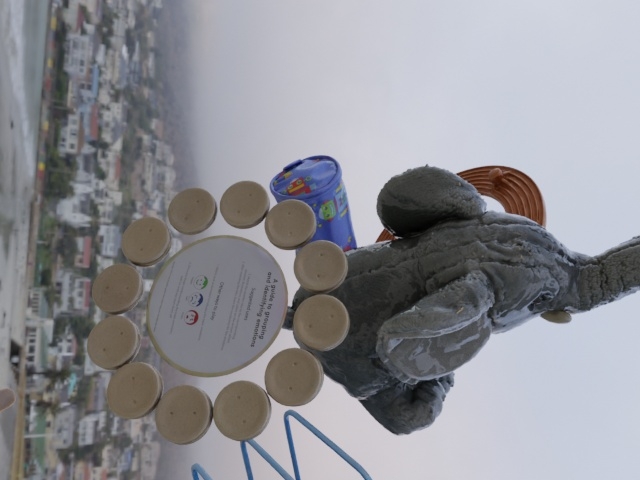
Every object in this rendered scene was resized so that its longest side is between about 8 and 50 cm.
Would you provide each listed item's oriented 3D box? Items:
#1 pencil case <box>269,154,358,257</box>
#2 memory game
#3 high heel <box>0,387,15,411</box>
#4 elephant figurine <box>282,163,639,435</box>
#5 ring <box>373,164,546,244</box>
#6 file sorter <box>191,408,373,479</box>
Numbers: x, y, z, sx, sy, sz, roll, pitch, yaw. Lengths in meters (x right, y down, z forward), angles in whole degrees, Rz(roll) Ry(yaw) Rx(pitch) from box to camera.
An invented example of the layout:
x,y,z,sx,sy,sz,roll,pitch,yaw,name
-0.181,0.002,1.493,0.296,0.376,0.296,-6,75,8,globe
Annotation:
x,y,z,sx,sy,sz,roll,pitch,yaw,name
0.000,0.000,1.025,0.133,0.119,0.306,42,-26,44,pencil case
-0.070,0.042,0.402,0.012,0.186,0.186,68,13,-65,memory game
-0.670,0.314,1.035,0.117,0.244,0.082,-18,-87,29,high heel
0.095,0.028,0.440,0.169,0.186,0.239,56,-41,13,elephant figurine
0.190,0.007,0.938,0.337,0.032,0.336,-34,-150,24,ring
-0.052,0.208,0.391,0.118,0.170,0.104,23,-52,50,file sorter
